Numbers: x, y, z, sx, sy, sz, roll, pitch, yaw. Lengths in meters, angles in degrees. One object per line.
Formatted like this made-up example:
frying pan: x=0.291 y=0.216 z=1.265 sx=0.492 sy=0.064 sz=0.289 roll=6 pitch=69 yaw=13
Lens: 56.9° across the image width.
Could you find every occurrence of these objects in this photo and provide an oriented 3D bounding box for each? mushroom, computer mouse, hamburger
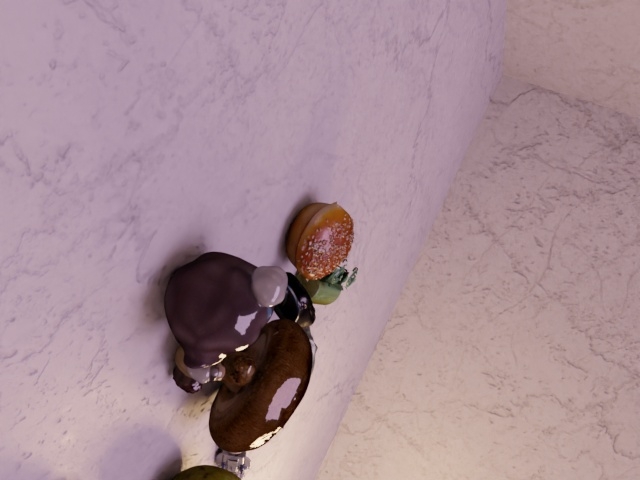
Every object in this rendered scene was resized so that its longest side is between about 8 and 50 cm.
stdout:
mushroom: x=-0.154 y=0.368 z=1.490 sx=0.345 sy=0.239 sz=0.345 roll=-34 pitch=177 yaw=-2
computer mouse: x=-0.084 y=0.174 z=1.627 sx=0.096 sy=0.137 sz=0.233 roll=-40 pitch=156 yaw=-14
hamburger: x=0.001 y=-0.004 z=1.609 sx=0.237 sy=0.147 sz=0.237 roll=-49 pitch=152 yaw=-37

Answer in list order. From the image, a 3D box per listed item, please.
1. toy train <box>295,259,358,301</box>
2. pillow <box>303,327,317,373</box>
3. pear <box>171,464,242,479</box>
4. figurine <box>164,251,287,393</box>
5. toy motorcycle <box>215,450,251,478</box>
toy train: x=0.017 y=0.132 z=1.850 sx=0.190 sy=0.126 sz=0.307 roll=-65 pitch=162 yaw=-1
pillow: x=-0.117 y=0.431 z=1.836 sx=0.310 sy=0.138 sz=0.283 roll=-57 pitch=165 yaw=-35
pear: x=-0.297 y=0.708 z=1.511 sx=0.253 sy=0.252 sz=0.307 roll=-57 pitch=150 yaw=-24
figurine: x=-0.208 y=0.192 z=1.186 sx=0.218 sy=0.206 sz=0.365 roll=-32 pitch=145 yaw=-39
toy motorcycle: x=-0.261 y=0.650 z=1.803 sx=0.112 sy=0.112 sz=0.254 roll=-45 pitch=153 yaw=-46
